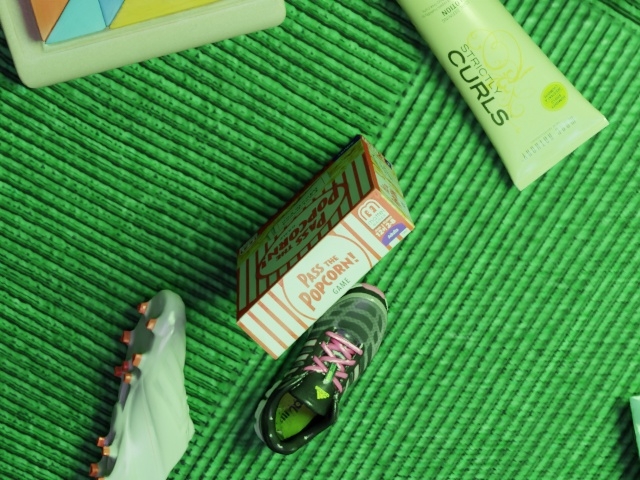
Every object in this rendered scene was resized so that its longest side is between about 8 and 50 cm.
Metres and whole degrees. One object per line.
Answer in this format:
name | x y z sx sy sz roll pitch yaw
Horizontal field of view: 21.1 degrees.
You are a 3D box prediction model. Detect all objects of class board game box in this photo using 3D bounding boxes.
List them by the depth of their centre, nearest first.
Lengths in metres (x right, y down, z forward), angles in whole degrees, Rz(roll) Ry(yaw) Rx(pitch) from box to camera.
board game box | 0.000 0.000 1.347 0.147 0.193 0.045 -44 103 9

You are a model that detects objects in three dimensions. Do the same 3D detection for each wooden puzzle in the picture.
wooden puzzle | -0.157 -0.243 1.323 0.221 0.044 0.238 -15 119 1

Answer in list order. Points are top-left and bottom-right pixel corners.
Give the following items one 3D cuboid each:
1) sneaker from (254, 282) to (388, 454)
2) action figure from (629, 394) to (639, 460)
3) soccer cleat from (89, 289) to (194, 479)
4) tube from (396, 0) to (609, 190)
sneaker | 0.003 0.114 1.441 0.063 0.075 0.170 34 101 -11
action figure | 0.390 0.177 1.482 0.232 0.063 0.137 -10 104 4
soccer cleat | -0.137 0.134 1.451 0.076 0.068 0.196 11 107 -21
tube | 0.131 -0.156 1.382 0.070 0.062 0.240 -19 117 45
